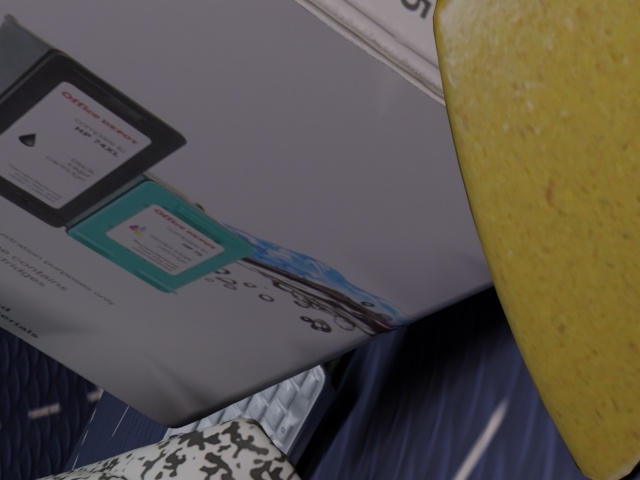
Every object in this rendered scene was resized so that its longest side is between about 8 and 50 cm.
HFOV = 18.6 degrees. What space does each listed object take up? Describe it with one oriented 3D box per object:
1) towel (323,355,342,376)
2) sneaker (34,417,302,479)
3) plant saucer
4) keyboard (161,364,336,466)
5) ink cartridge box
[{"bbox_3d":[0.000,0.000,0.954,0.247,0.038,0.325,-64,8,1],"label":"towel"},{"bbox_3d":[-0.100,0.157,0.749,0.182,0.158,0.410,-38,3,-24],"label":"sneaker"},{"bbox_3d":[0.130,-0.161,0.345,0.332,0.081,0.332,-66,8,-32],"label":"plant saucer"},{"bbox_3d":[-0.066,0.135,0.805,0.072,0.014,0.256,50,121,41],"label":"keyboard"},{"bbox_3d":[-0.026,-0.095,0.589,0.270,0.197,0.198,-29,31,57],"label":"ink cartridge box"}]
